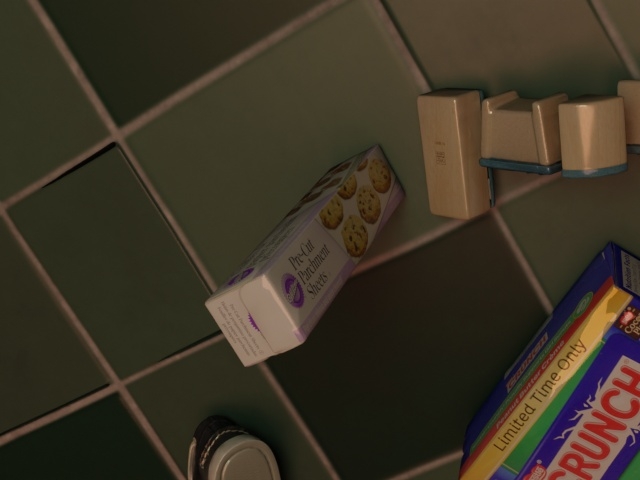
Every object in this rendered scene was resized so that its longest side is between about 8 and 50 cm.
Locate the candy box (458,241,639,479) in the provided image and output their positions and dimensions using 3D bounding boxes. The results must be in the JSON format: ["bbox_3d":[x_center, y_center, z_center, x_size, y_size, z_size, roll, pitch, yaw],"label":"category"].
[{"bbox_3d":[0.343,0.202,0.980,0.317,0.122,0.268,32,114,1],"label":"candy box"}]

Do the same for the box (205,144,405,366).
[{"bbox_3d":[0.000,0.000,0.880,0.063,0.324,0.067,-26,101,27],"label":"box"}]

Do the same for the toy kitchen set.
[{"bbox_3d":[0.227,-0.092,0.933,0.207,0.166,0.122,14,118,49],"label":"toy kitchen set"}]

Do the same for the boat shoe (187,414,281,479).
[{"bbox_3d":[-0.092,0.346,1.165,0.114,0.091,0.302,-12,112,-29],"label":"boat shoe"}]
